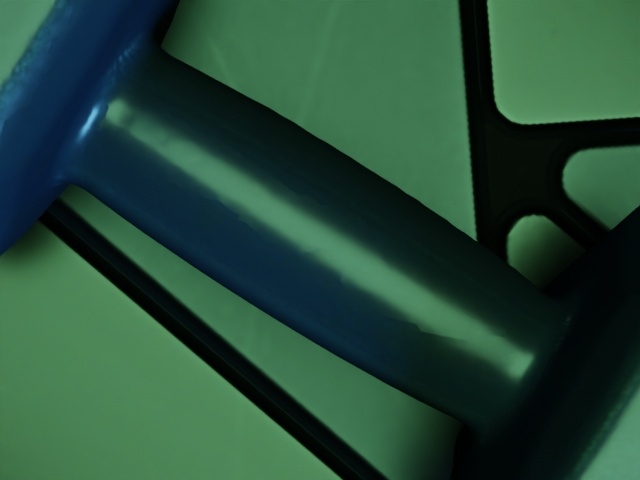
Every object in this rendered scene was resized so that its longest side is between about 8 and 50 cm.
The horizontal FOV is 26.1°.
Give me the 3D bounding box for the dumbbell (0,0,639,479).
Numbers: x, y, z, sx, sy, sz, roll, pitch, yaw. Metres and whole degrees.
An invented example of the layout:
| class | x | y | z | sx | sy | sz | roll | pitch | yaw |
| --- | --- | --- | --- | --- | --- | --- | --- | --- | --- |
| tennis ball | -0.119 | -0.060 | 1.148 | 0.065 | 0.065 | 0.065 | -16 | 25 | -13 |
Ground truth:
| class | x | y | z | sx | sy | sz | roll | pitch | yaw |
| --- | --- | --- | --- | --- | --- | --- | --- | --- | --- |
| dumbbell | 0.000 | 0.000 | 0.444 | 0.316 | 0.156 | 0.143 | 32 | 119 | -2 |
